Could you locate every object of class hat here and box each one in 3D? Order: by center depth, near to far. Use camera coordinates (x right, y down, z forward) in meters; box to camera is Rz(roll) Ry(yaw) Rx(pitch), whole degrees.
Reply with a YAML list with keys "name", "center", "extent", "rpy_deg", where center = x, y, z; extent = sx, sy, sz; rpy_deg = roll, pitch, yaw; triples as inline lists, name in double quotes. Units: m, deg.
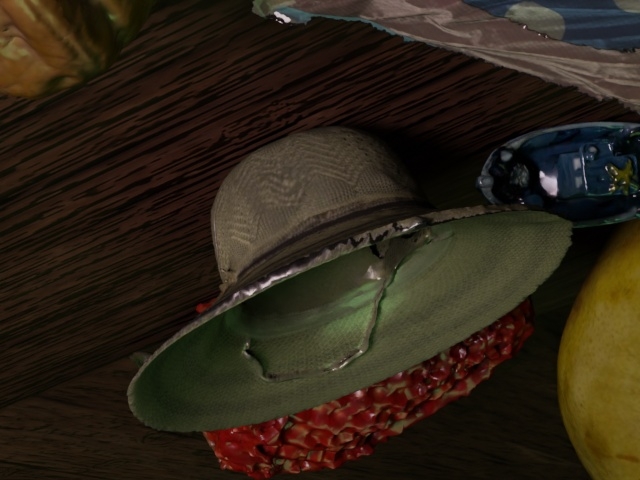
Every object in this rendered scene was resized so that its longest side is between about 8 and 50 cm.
- name: "hat"
  center: [0.000, 0.000, 0.799]
  extent: [0.252, 0.110, 0.252]
  rpy_deg: [-20, 160, -8]

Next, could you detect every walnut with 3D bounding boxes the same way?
- name: "walnut"
  center: [-0.104, -0.101, 0.502]
  extent: [0.105, 0.105, 0.124]
  rpy_deg: [-17, 150, 7]

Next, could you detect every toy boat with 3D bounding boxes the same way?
- name: "toy boat"
  center: [0.151, -0.038, 0.863]
  extent: [0.137, 0.060, 0.061]
  rpy_deg: [-3, 176, -10]

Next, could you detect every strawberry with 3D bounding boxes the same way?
- name: "strawberry"
  center: [0.015, 0.093, 1.042]
  extent: [0.286, 0.106, 0.188]
  rpy_deg: [-19, 160, 11]

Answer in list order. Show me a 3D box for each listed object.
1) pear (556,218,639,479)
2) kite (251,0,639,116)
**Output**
- name: "pear"
  center: [0.315, 0.073, 0.954]
  extent: [0.304, 0.304, 0.304]
  rpy_deg: [-12, 158, -5]
- name: "kite"
  center: [0.119, -0.115, 0.439]
  extent: [0.368, 0.014, 0.406]
  rpy_deg: [-12, 134, 38]
